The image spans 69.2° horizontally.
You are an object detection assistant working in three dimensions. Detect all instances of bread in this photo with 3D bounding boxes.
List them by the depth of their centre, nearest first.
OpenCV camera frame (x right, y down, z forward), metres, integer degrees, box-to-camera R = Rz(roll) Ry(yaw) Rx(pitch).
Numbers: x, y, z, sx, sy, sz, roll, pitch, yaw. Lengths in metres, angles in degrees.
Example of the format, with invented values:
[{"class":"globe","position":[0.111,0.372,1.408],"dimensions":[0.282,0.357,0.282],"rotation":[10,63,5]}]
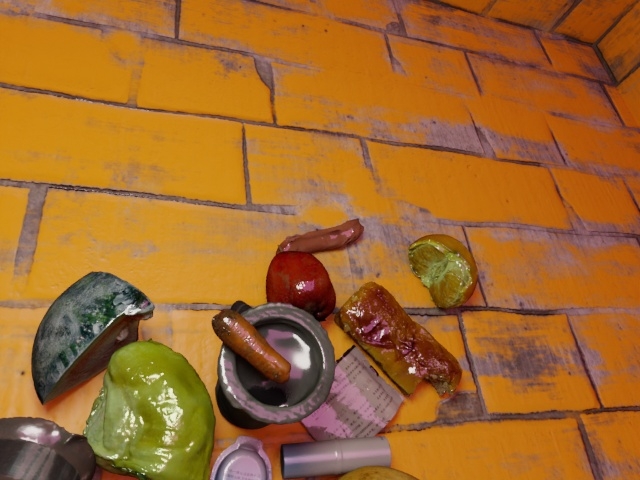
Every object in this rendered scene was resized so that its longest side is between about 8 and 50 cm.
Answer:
[{"class":"bread","position":[0.216,0.291,1.277],"dimensions":[0.380,0.109,0.185],"rotation":[44,55,5]}]

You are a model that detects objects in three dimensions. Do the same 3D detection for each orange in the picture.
[{"class":"orange","position":[0.385,0.081,1.421],"dimensions":[0.158,0.179,0.237],"rotation":[-27,72,-29]}]

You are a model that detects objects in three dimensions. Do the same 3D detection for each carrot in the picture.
[{"class":"carrot","position":[-0.128,0.201,0.873],"dimensions":[0.186,0.060,0.060],"rotation":[43,55,-1]}]

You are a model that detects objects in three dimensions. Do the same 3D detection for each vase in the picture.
[{"class":"vase","position":[-0.124,0.296,1.026],"dimensions":[0.245,0.291,0.245],"rotation":[9,60,-16]}]

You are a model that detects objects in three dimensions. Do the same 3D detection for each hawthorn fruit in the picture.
[{"class":"hawthorn fruit","position":[-0.063,0.116,1.231],"dimensions":[0.190,0.189,0.251],"rotation":[-5,55,-24]}]

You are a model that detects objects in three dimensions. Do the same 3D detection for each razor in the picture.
[{"class":"razor","position":[-0.156,0.208,1.156],"dimensions":[0.148,0.090,0.054],"rotation":[22,64,30]}]

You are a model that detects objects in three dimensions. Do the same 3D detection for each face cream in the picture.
[{"class":"face cream","position":[0.034,0.503,1.077],"dimensions":[0.250,0.077,0.077],"rotation":[1,61,-11]}]

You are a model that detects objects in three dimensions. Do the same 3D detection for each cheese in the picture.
[{"class":"cheese","position":[-0.179,0.552,0.999],"dimensions":[0.135,0.052,0.244],"rotation":[16,58,-9]}]

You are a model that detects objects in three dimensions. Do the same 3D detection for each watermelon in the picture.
[{"class":"watermelon","position":[-0.483,0.219,0.995],"dimensions":[0.320,0.213,0.289],"rotation":[-2,55,30]}]

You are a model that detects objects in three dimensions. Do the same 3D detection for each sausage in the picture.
[{"class":"sausage","position":[0.000,-0.001,1.382],"dimensions":[0.304,0.078,0.078],"rotation":[-15,68,-26]}]

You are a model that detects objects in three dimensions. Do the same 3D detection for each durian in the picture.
[{"class":"durian","position":[-0.338,0.370,0.945],"dimensions":[0.256,0.204,0.339],"rotation":[16,64,-16]}]

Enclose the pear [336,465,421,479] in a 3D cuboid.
[{"class":"pear","position":[0.128,0.614,0.938],"dimensions":[0.315,0.314,0.314],"rotation":[10,58,-16]}]

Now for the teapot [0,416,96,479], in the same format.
[{"class":"teapot","position":[-0.539,0.485,0.695],"dimensions":[0.305,0.376,0.361],"rotation":[51,15,-24]}]

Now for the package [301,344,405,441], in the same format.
[{"class":"package","position":[0.073,0.410,1.179],"dimensions":[0.251,0.062,0.204],"rotation":[-37,78,-30]}]
